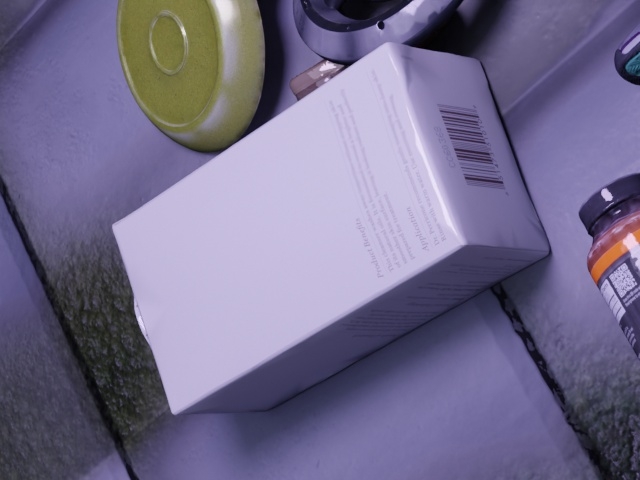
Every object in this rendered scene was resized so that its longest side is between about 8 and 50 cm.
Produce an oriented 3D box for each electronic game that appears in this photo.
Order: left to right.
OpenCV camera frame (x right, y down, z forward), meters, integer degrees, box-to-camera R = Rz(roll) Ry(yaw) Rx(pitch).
[{"bbox_3d":[0.067,-0.268,1.703,0.229,0.048,0.229,-22,51,30],"label":"electronic game"}]

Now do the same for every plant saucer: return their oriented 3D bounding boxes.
[{"bbox_3d":[-0.146,-0.208,1.866,0.241,0.037,0.241,18,115,46],"label":"plant saucer"}]

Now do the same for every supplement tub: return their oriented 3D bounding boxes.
[{"bbox_3d":[0.294,0.041,1.507,0.106,0.106,0.198,-40,64,29],"label":"supplement tub"}]

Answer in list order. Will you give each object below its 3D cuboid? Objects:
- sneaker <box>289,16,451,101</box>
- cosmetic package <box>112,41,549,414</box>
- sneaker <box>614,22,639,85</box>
[{"bbox_3d":[0.060,-0.169,1.743,0.188,0.066,0.071,-27,98,31],"label":"sneaker"},{"bbox_3d":[0.000,0.000,1.712,0.385,0.156,0.217,-30,69,34],"label":"cosmetic package"},{"bbox_3d":[0.343,-0.217,1.518,0.224,0.083,0.098,-32,45,30],"label":"sneaker"}]
